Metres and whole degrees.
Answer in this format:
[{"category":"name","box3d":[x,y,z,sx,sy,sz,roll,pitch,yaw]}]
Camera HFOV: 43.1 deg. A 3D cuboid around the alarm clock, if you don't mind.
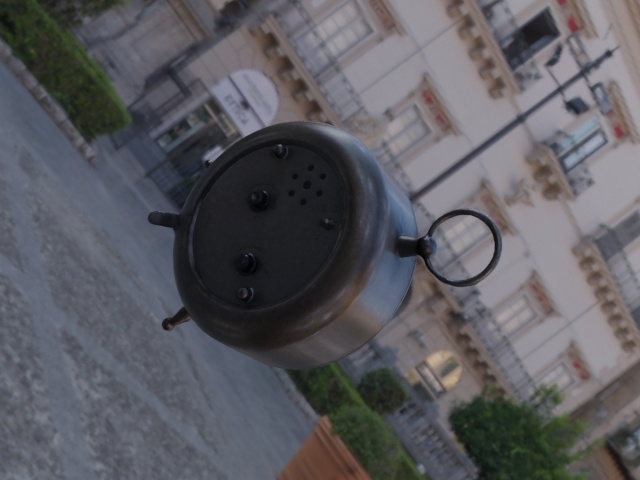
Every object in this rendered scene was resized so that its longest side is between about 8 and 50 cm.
[{"category":"alarm clock","box3d":[0.000,0.000,0.426,0.191,0.130,0.064,2,-21,26]}]
